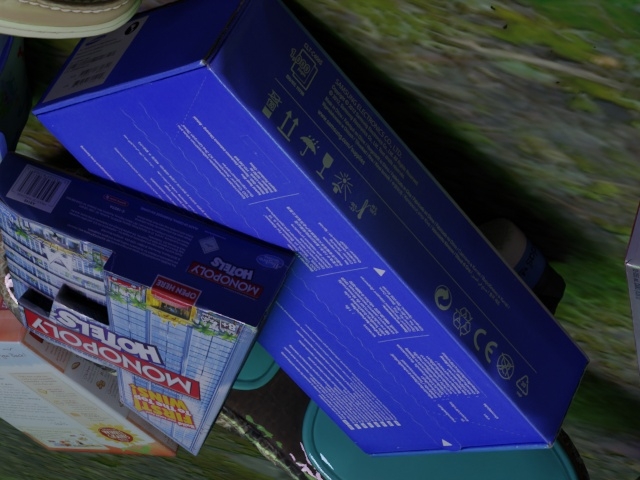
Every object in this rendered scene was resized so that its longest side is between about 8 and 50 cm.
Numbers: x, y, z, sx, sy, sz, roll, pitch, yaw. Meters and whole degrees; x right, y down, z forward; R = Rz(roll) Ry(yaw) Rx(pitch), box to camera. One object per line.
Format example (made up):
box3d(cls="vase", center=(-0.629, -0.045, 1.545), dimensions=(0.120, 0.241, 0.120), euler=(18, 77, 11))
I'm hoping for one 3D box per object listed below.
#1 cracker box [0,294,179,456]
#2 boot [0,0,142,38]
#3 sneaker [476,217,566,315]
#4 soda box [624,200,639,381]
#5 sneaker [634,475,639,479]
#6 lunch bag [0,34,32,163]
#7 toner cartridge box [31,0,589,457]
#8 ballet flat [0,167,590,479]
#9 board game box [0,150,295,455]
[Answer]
box3d(cls="cracker box", center=(-0.240, 0.112, 1.675), dimensions=(0.155, 0.067, 0.232), euler=(-1, 151, 34))
box3d(cls="boot", center=(-0.169, -0.178, 0.888), dimensions=(0.213, 0.077, 0.165), euler=(22, 154, -10))
box3d(cls="sneaker", center=(0.096, 0.035, 1.289), dimensions=(0.152, 0.058, 0.084), euler=(-18, 130, 43))
box3d(cls="soda box", center=(0.246, 0.046, 1.178), dimensions=(0.092, 0.083, 0.263), euler=(10, 156, 17))
box3d(cls="sneaker", center=(0.231, 0.291, 1.414), dimensions=(0.137, 0.366, 0.210), euler=(36, 167, 11))
box3d(cls="lunch bag", center=(-0.237, -0.063, 1.191), dimensions=(0.096, 0.151, 0.129), euler=(17, 155, 3))
box3d(cls="toner cartridge box", center=(0.000, 0.000, 1.175), dimensions=(0.165, 0.075, 0.348), euler=(-8, 133, 46))
box3d(cls="ballet flat", center=(-0.023, 0.089, 1.411), dimensions=(0.482, 0.164, 0.182), euler=(29, 176, -11))
box3d(cls="board game box", center=(-0.115, 0.051, 1.208), dimensions=(0.194, 0.060, 0.194), euler=(20, 147, 12))
